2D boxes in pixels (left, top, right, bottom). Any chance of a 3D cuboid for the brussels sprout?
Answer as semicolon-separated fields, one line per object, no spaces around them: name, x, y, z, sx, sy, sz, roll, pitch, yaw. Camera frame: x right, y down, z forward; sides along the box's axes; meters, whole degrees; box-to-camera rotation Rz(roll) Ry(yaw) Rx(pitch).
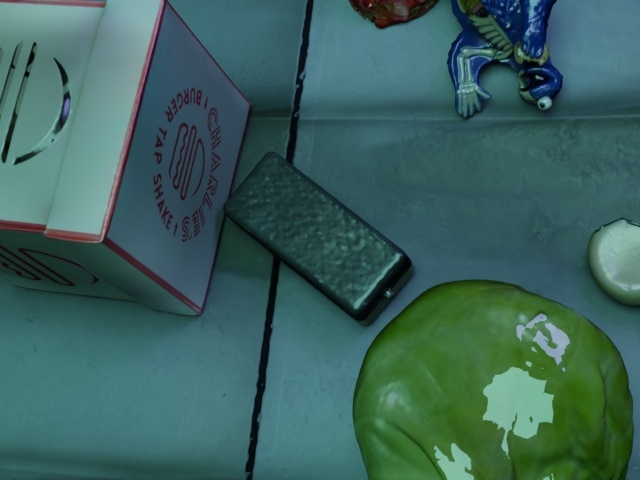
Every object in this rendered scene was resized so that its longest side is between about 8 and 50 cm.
brussels sprout;0.196;0.191;1.462;0.328;0.247;0.328;-2;85;22

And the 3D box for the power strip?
power strip;0.000;0.000;1.679;0.256;0.070;0.105;38;87;26

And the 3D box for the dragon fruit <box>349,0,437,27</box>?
dragon fruit;0.096;-0.377;1.768;0.153;0.111;0.153;-4;72;12

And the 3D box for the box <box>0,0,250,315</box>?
box;-0.300;-0.107;1.672;0.300;0.312;0.314;7;73;19

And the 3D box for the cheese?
cheese;0.385;0.046;1.560;0.092;0.047;0.171;-43;65;1

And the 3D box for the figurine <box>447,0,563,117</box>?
figurine;0.238;-0.286;1.695;0.164;0.120;0.262;-16;88;37
